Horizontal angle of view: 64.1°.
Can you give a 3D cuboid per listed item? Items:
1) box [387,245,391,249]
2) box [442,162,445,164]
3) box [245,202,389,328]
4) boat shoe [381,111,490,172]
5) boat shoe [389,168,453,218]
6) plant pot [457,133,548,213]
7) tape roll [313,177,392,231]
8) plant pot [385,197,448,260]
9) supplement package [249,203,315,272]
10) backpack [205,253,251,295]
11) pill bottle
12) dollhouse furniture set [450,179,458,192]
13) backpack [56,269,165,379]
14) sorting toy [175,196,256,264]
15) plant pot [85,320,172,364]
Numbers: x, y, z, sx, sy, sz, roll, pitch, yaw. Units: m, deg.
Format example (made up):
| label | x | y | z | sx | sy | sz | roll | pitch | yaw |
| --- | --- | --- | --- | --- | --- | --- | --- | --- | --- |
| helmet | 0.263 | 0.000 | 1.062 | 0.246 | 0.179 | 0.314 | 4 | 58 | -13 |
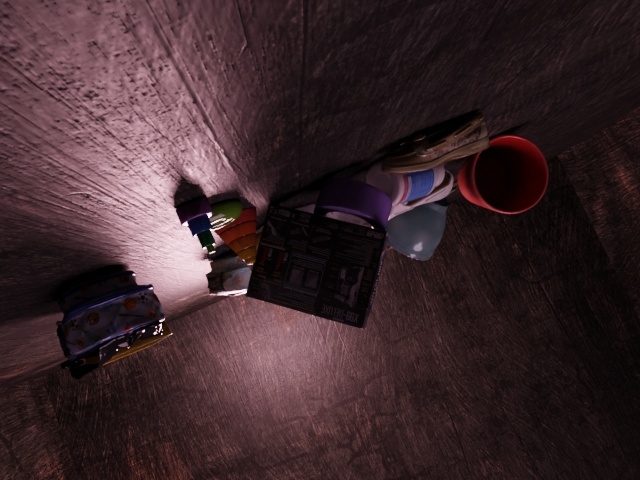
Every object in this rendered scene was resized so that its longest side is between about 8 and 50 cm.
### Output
| label | x | y | z | sx | sy | sz | roll | pitch | yaw |
| --- | --- | --- | --- | --- | --- | --- | --- | --- | --- |
| box | 0.157 | 0.012 | 2.363 | 0.381 | 0.191 | 0.143 | -24 | 174 | 2 |
| box | 0.335 | -0.229 | 1.698 | 0.137 | 0.027 | 0.094 | -21 | 172 | -23 |
| box | -0.006 | 0.061 | 1.264 | 0.307 | 0.242 | 0.076 | 13 | 178 | 11 |
| boat shoe | 0.274 | -0.233 | 1.245 | 0.285 | 0.089 | 0.104 | -20 | -161 | -14 |
| boat shoe | 0.233 | -0.135 | 1.560 | 0.367 | 0.136 | 0.156 | -16 | 171 | 5 |
| plant pot | 0.628 | -0.227 | 1.835 | 0.275 | 0.275 | 0.243 | -23 | -176 | -4 |
| tape roll | 0.083 | -0.080 | 1.304 | 0.189 | 0.080 | 0.189 | 15 | 163 | 5 |
| plant pot | 0.326 | -0.100 | 1.804 | 0.293 | 0.293 | 0.196 | -14 | 142 | -57 |
| supplement package | -0.109 | 0.008 | 1.543 | 0.244 | 0.139 | 0.134 | -30 | 173 | 42 |
| backpack | -0.280 | 0.115 | 1.754 | 0.188 | 0.144 | 0.166 | 0 | -173 | 35 |
| pill bottle | 0.239 | -0.170 | 1.390 | 0.221 | 0.124 | 0.124 | -17 | 171 | -40 |
| dollhouse furniture set | 0.441 | -0.117 | 2.101 | 0.301 | 0.151 | 0.197 | -19 | 172 | -35 |
| backpack | -0.516 | 0.190 | 1.271 | 0.276 | 0.213 | 0.263 | -27 | -175 | -36 |
| sorting toy | -0.206 | -0.006 | 1.129 | 0.127 | 0.126 | 0.365 | -24 | 175 | 5 |
| plant pot | -0.616 | 0.257 | 1.564 | 0.212 | 0.187 | 0.212 | -19 | 173 | -40 |
